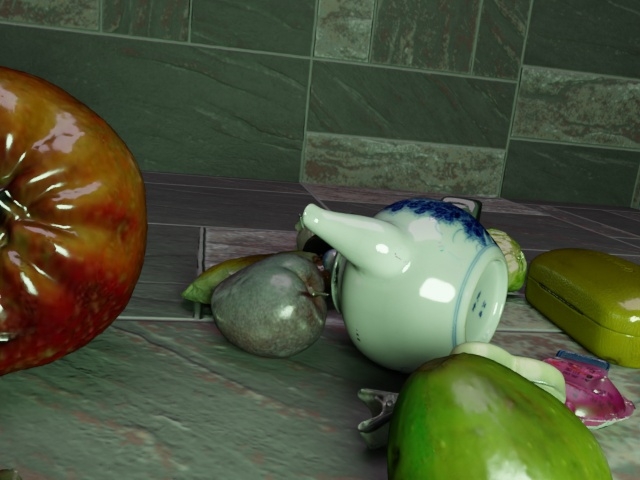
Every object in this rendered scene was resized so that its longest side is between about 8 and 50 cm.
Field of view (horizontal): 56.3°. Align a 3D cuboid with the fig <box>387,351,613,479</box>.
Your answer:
[{"bbox_3d":[0.144,0.189,0.517,0.181,0.190,0.181,-27,-1,-1],"label":"fig"}]

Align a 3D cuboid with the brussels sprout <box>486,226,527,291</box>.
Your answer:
[{"bbox_3d":[0.367,0.058,1.306,0.149,0.122,0.151,-6,40,5],"label":"brussels sprout"}]

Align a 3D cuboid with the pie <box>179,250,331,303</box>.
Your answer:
[{"bbox_3d":[-0.108,0.075,1.093,0.257,0.105,0.275,-3,1,39],"label":"pie"}]

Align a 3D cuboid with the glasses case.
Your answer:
[{"bbox_3d":[0.528,0.104,1.115,0.174,0.140,0.371,5,13,-5],"label":"glasses case"}]

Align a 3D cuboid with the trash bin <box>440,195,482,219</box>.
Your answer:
[{"bbox_3d":[0.355,-0.028,1.545,0.101,0.176,0.236,10,10,20],"label":"trash bin"}]

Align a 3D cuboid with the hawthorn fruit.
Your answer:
[{"bbox_3d":[-0.428,-0.015,0.762,0.404,0.402,0.403,6,13,-1],"label":"hawthorn fruit"}]

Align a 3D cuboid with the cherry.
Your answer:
[{"bbox_3d":[-0.071,0.099,0.873,0.176,0.139,0.176,-19,27,10],"label":"cherry"}]

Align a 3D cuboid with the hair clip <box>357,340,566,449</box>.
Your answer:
[{"bbox_3d":[0.152,0.178,0.648,0.219,0.159,0.071,-16,44,19],"label":"hair clip"}]

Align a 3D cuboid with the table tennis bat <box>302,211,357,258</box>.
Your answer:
[{"bbox_3d":[0.032,0.025,1.145,0.130,0.220,0.019,27,49,2],"label":"table tennis bat"}]

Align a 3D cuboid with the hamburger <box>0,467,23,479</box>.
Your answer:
[{"bbox_3d":[-0.282,0.203,0.320,0.262,0.138,0.243,13,13,26],"label":"hamburger"}]

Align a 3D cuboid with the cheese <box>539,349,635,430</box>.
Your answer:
[{"bbox_3d":[0.341,0.195,0.809,0.155,0.062,0.244,14,14,28],"label":"cheese"}]

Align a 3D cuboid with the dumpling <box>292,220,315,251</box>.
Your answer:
[{"bbox_3d":[0.000,0.000,1.366,0.118,0.136,0.199,-16,14,-43],"label":"dumpling"}]

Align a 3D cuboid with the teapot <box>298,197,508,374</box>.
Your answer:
[{"bbox_3d":[0.117,0.059,0.878,0.280,0.252,0.424,15,-16,36],"label":"teapot"}]
